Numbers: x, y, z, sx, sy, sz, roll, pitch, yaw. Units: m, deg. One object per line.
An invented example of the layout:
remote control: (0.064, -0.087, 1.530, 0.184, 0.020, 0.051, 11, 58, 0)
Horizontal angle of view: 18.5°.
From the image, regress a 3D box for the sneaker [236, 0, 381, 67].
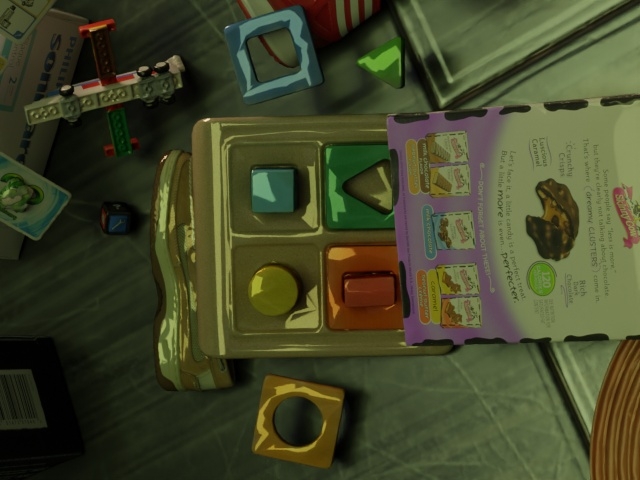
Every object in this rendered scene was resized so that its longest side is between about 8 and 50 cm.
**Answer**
sneaker: (-0.028, -0.248, 1.467, 0.128, 0.087, 0.221, -28, 118, 13)

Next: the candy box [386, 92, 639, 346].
candy box: (0.153, -0.014, 1.357, 0.196, 0.070, 0.165, -3, 94, 28)

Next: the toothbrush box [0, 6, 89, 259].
toothbrush box: (-0.367, -0.131, 1.643, 0.295, 0.126, 0.216, 22, 98, 25)

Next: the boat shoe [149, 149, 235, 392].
boat shoe: (-0.090, 0.023, 1.534, 0.072, 0.068, 0.190, 0, 98, 15)

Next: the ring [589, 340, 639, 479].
ring: (0.343, 0.152, 1.317, 0.336, 0.032, 0.337, -1, 88, 28)

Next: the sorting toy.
sorting toy: (0.000, 0.000, 1.451, 0.196, 0.047, 0.348, -1, 95, 7)

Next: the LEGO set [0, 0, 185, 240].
LEGO set: (-0.222, -0.104, 1.532, 0.182, 0.244, 0.060, -51, 30, 11)

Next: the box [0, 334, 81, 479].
box: (-0.326, 0.160, 1.594, 0.207, 0.153, 0.108, -23, 77, 24)
